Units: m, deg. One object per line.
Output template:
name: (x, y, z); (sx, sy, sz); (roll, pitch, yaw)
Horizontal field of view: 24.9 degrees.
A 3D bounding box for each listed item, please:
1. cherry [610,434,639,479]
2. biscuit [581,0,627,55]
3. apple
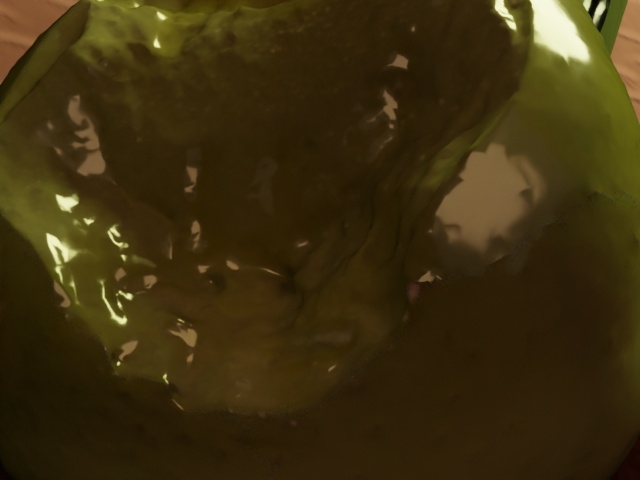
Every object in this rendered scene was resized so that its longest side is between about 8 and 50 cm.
cherry: (0.201, 0.056, 0.705); (0.236, 0.213, 0.285); (6, 98, -61)
biscuit: (0.133, -0.081, 0.805); (0.038, 0.099, 0.322); (12, 59, 17)
apple: (0.000, 0.000, 0.568); (0.279, 0.279, 0.279); (11, 67, -27)
